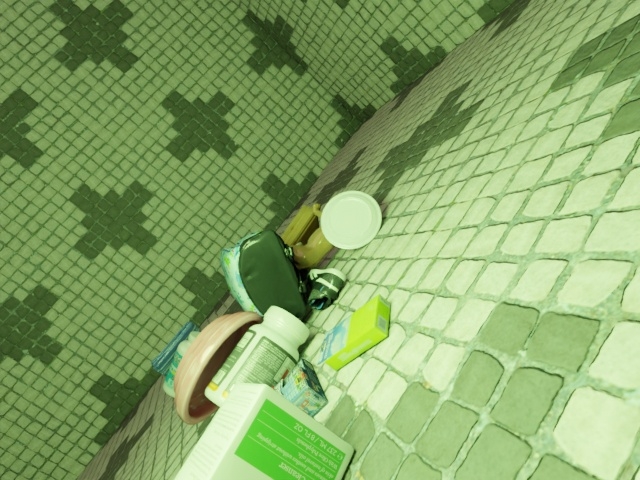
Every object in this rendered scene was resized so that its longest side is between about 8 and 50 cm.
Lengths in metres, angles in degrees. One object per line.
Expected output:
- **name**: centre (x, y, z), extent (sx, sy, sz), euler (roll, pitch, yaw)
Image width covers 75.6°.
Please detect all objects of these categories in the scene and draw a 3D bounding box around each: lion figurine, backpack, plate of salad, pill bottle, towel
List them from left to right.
- **towel**: centre (-0.617, 0.533, 1.898), extent (0.243, 0.040, 0.336), euler (-53, -27, -26)
- **pill bottle**: centre (-0.564, 0.532, 1.778), extent (0.146, 0.146, 0.264), euler (-146, 78, -78)
- **backpack**: centre (-0.198, 0.099, 1.341), extent (0.273, 0.290, 0.355), euler (-22, 14, -1)
- **pill bottle**: centre (-0.155, 0.321, 1.075), extent (0.278, 0.162, 0.162), euler (-54, 13, -24)
- **lion figurine**: centre (0.000, 0.000, 1.467), extent (0.392, 0.142, 0.240), euler (-50, 40, 2)
- **plate of salad**: centre (0.099, -0.065, 1.337), extent (0.200, 0.200, 0.048), euler (-51, -22, -4)

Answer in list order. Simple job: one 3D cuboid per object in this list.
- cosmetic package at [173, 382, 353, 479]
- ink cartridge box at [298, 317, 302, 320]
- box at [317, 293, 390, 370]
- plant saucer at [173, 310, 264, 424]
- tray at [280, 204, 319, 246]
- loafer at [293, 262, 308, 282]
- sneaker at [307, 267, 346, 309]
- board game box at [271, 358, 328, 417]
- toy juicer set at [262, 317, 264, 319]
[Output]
- **cosmetic package**: centre (-0.133, 0.423, 0.605), extent (0.155, 0.197, 0.365), euler (-29, 25, 56)
- **ink cartridge box**: centre (-0.083, 0.253, 1.329), extent (0.048, 0.028, 0.083), euler (-56, 13, -27)
- **box**: centre (0.072, 0.203, 0.892), extent (0.178, 0.042, 0.109), euler (-43, 13, 30)
- **plant saucer**: centre (-0.283, 0.334, 1.137), extent (0.332, 0.084, 0.332), euler (-52, -21, -30)
- **tray**: centre (-0.128, 0.071, 1.701), extent (0.411, 0.076, 0.203), euler (-58, -23, -30)
- **loafer**: centre (-0.112, 0.174, 1.551), extent (0.095, 0.109, 0.302), euler (4, 60, 55)
- **sneaker**: centre (-0.012, 0.153, 1.259), extent (0.121, 0.079, 0.217), euler (-59, 12, -21)
- **board game box**: centre (-0.084, 0.369, 0.910), extent (0.194, 0.060, 0.194), euler (-50, 12, -3)
- **toy juicer set**: centre (-0.225, 0.303, 1.409), extent (0.329, 0.089, 0.209), euler (-57, 32, -3)
